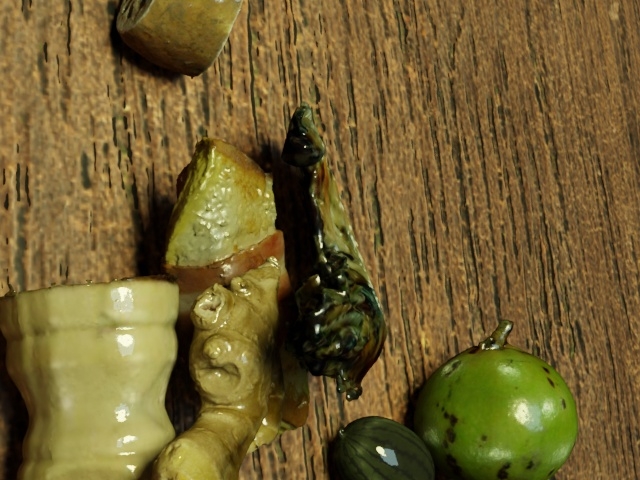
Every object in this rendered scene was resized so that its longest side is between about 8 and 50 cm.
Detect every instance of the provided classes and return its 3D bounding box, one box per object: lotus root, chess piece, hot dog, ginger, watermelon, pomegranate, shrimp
[{"bbox_3d":[-0.110,-0.205,0.929,0.081,0.112,0.122,25,64,-30],"label":"lotus root"},{"bbox_3d":[-0.150,0.178,0.782,0.137,0.137,0.301,0,80,-43],"label":"chess piece"},{"bbox_3d":[-0.078,0.044,0.903,0.123,0.093,0.262,-31,113,-63],"label":"hot dog"},{"bbox_3d":[-0.070,0.104,0.769,0.214,0.058,0.133,-51,139,-63],"label":"ginger"},{"bbox_3d":[0.057,0.203,1.012,0.110,0.078,0.078,39,55,-29],"label":"watermelon"},{"bbox_3d":[0.172,0.199,1.078,0.156,0.156,0.220,-35,124,-43],"label":"pomegranate"},{"bbox_3d":[0.000,0.000,0.889,0.365,0.071,0.233,-32,108,-83],"label":"shrimp"}]
